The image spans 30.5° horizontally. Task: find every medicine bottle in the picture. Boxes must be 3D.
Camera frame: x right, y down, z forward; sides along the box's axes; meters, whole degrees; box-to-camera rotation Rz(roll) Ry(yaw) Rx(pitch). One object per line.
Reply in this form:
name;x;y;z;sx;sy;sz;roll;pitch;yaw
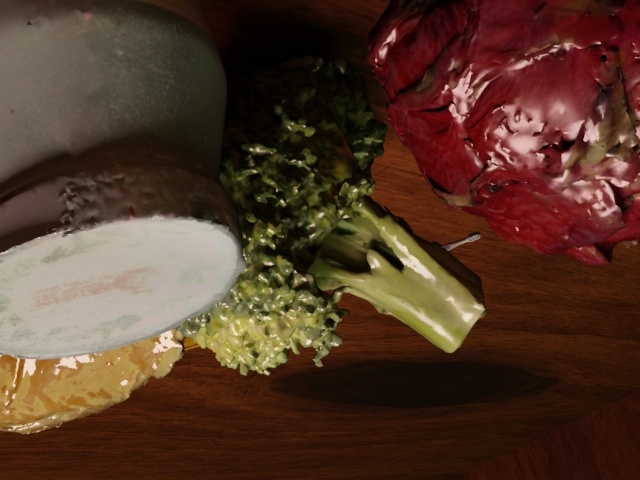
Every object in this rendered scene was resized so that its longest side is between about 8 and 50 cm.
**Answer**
medicine bottle;-0.184;-0.087;0.819;0.245;0.290;0.245;-14;156;-7

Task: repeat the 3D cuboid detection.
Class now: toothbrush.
toothbrush;0.158;0.017;1.616;0.131;0.011;0.013;-22;168;10

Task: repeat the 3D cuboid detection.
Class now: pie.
pie;-0.285;0.057;1.162;0.339;0.083;0.340;-3;123;-5

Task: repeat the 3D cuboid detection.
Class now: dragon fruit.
dragon fruit;0.203;-0.145;0.946;0.329;0.329;0.329;-14;156;-6

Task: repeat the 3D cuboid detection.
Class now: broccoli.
broccoli;-0.023;0.002;1.060;0.249;0.302;0.375;-31;-169;15

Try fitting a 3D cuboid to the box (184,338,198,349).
box;-0.226;0.057;1.357;0.192;0.084;0.301;-16;156;1
